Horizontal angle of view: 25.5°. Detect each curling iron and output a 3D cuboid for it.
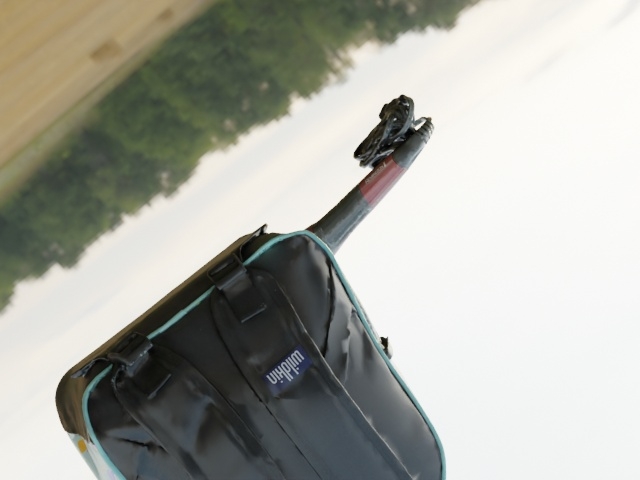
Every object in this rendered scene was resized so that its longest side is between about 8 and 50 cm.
[{"bbox_3d":[0.000,0.000,1.015,0.274,0.035,0.068,-53,-169,33],"label":"curling iron"}]

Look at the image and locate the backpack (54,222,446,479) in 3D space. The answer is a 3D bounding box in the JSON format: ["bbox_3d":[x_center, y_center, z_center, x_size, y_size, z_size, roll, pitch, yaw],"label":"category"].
[{"bbox_3d":[-0.032,0.108,0.759,0.166,0.188,0.144,-39,-175,-19],"label":"backpack"}]
